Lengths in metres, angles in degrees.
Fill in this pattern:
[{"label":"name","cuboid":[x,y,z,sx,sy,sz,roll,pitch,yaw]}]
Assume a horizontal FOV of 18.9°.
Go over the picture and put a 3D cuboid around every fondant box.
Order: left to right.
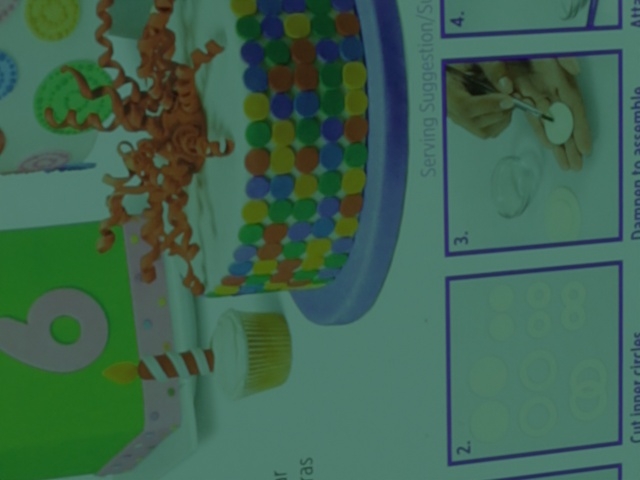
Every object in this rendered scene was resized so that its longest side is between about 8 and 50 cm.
[{"label":"fondant box","cuboid":[0.000,0.000,0.529,0.330,0.096,0.238,-5,101,-19]}]
